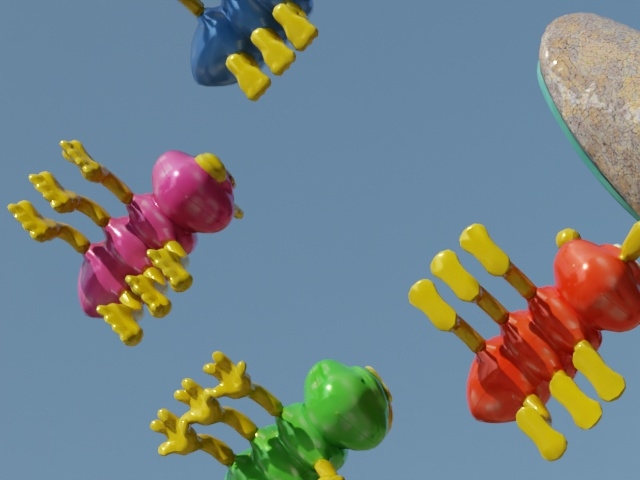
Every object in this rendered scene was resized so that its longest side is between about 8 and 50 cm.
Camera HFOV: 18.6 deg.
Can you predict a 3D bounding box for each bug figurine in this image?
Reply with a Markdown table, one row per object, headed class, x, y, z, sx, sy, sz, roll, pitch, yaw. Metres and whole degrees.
| class | x | y | z | sx | sy | sz | roll | pitch | yaw |
| --- | --- | --- | --- | --- | --- | --- | --- | --- | --- |
| bug figurine | 0.000 | 0.000 | 0.806 | 0.216 | 0.279 | 0.072 | -43 | -20 | 12 |

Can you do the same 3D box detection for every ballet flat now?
| class | x | y | z | sx | sy | sz | roll | pitch | yaw |
| --- | --- | --- | --- | --- | --- | --- | --- | --- | --- |
| ballet flat | 0.240 | -0.011 | 0.983 | 0.107 | 0.316 | 0.106 | -36 | -6 | -40 |
